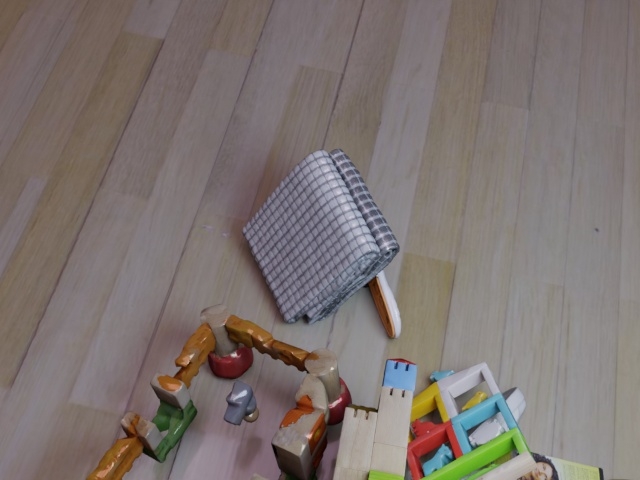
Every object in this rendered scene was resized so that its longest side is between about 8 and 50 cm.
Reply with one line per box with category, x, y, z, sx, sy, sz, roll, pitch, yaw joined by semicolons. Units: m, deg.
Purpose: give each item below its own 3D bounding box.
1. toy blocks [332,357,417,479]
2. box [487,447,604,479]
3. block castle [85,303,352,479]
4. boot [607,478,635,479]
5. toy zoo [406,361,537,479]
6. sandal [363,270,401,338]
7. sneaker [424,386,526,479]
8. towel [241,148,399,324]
toy blocks;0.077;0.358;1.168;0.190;0.381;0.261;9;46;6
box;0.377;0.405;1.230;0.232;0.058;0.087;19;61;-30
block castle;-0.162;0.358;1.223;0.303;0.213;0.453;19;55;21
boot;0.584;0.498;1.245;0.213;0.077;0.165;6;61;7
toy zoo;0.228;0.317;1.249;0.192;0.030;0.293;-33;24;9
sandal;0.082;0.071;1.444;0.076;0.102;0.265;-14;65;-13
sneaker;0.299;0.405;1.281;0.169;0.108;0.292;44;67;7
towel;0.000;0.000;1.394;0.121;0.284;0.235;-9;62;-42
